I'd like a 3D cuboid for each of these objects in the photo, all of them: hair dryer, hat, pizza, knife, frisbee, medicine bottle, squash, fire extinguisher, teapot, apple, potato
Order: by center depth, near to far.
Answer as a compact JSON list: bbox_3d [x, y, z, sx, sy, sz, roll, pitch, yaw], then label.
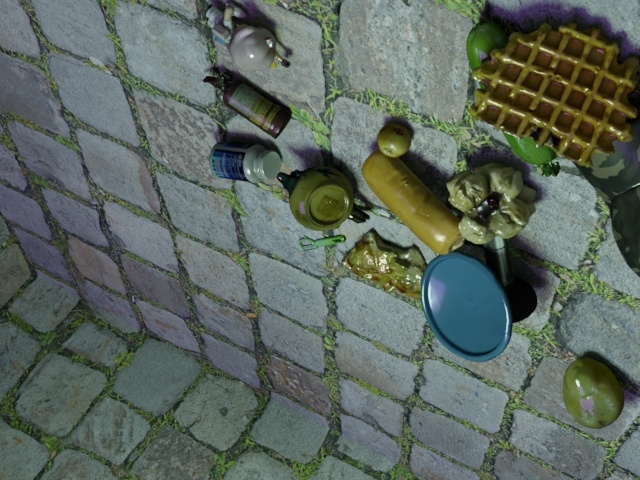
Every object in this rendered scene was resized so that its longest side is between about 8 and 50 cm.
[{"bbox_3d":[0.629,-0.067,1.627,0.382,0.257,0.366,24,152,-19],"label":"hat"},{"bbox_3d":[0.388,-0.268,1.669,0.101,0.101,0.378,1,137,44],"label":"squash"},{"bbox_3d":[0.170,-0.232,1.959,0.084,0.071,0.084,26,149,17],"label":"apple"},{"bbox_3d":[0.365,0.160,2.080,0.290,0.049,0.289,25,124,43],"label":"frisbee"},{"bbox_3d":[0.390,0.024,2.125,0.284,0.156,0.320,25,141,58],"label":"hair dryer"},{"bbox_3d":[-0.201,-0.350,2.155,0.252,0.075,0.106,34,150,1],"label":"fire extinguisher"},{"bbox_3d":[0.006,-0.116,2.230,0.270,0.173,0.182,21,-166,-26],"label":"teapot"},{"bbox_3d":[0.716,0.399,2.243,0.157,0.157,0.194,-3,131,47],"label":"potato"},{"bbox_3d":[-0.206,-0.216,2.320,0.192,0.107,0.107,11,142,35],"label":"medicine bottle"},{"bbox_3d":[0.192,0.081,2.376,0.324,0.089,0.223,22,151,20],"label":"pizza"},{"bbox_3d":[0.001,0.000,2.516,0.212,0.015,0.054,-9,121,51],"label":"knife"}]

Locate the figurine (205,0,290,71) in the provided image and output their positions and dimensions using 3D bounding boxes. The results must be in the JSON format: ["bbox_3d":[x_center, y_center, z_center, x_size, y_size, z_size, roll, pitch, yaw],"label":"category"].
[{"bbox_3d":[-0.178,-0.462,1.950,0.229,0.112,0.137,39,156,12],"label":"figurine"}]

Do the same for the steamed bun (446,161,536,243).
[{"bbox_3d":[0.389,-0.078,1.874,0.192,0.106,0.177,-17,116,9],"label":"steamed bun"}]

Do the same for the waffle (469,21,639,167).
[{"bbox_3d":[0.430,-0.256,1.534,0.310,0.065,0.283,-19,99,20],"label":"waffle"}]

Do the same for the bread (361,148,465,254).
[{"bbox_3d":[0.219,-0.088,2.022,0.305,0.091,0.142,46,171,13],"label":"bread"}]
